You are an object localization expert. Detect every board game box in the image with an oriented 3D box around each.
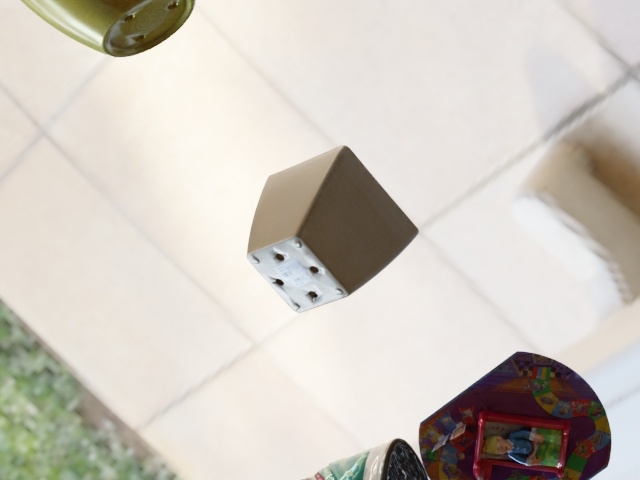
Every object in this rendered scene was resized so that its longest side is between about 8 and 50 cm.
[{"bbox_3d":[0.169,0.182,1.580,0.169,0.033,0.133,-38,98,17],"label":"board game box"}]

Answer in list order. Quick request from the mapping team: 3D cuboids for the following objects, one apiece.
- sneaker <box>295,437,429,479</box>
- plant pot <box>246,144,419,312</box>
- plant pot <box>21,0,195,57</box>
[{"bbox_3d":[-0.013,0.303,1.645,0.178,0.295,0.124,-24,109,26],"label":"sneaker"},{"bbox_3d":[0.000,0.000,1.584,0.109,0.096,0.109,-20,119,45],"label":"plant pot"},{"bbox_3d":[-0.132,-0.174,1.160,0.095,0.134,0.134,58,146,17],"label":"plant pot"}]
